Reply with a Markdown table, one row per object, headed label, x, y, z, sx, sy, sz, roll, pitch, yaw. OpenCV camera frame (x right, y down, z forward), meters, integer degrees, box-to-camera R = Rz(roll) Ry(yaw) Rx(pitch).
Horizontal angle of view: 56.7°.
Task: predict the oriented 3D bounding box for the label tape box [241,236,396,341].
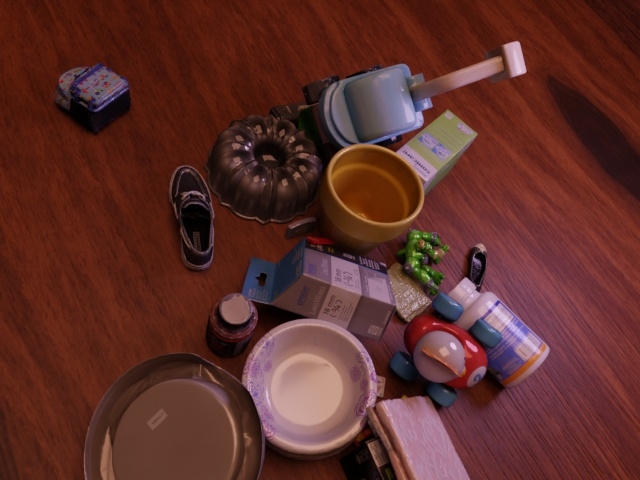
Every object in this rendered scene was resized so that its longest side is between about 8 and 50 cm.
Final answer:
| label | x | y | z | sx | sy | sz | roll | pitch | yaw |
| --- | --- | --- | --- | --- | --- | --- | --- | --- | --- |
| label tape box | -0.003 | 0.092 | 1.410 | 0.334 | 0.106 | 0.240 | 19 | 19 | -7 |

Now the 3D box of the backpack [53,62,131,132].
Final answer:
| label | x | y | z | sx | sy | sz | roll | pitch | yaw |
| --- | --- | --- | --- | --- | --- | --- | --- | --- | --- |
| backpack | -0.614 | -0.398 | 1.575 | 0.173 | 0.117 | 0.158 | 35 | 54 | 8 |

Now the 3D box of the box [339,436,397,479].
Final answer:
| label | x | y | z | sx | sy | sz | roll | pitch | yaw |
| --- | --- | --- | --- | --- | --- | --- | --- | --- | --- |
| box | 0.118 | 0.513 | 1.209 | 0.045 | 0.184 | 0.190 | -14 | 65 | -27 |

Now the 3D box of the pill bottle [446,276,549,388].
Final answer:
| label | x | y | z | sx | sy | sz | roll | pitch | yaw |
| --- | --- | --- | --- | --- | --- | --- | --- | --- | --- |
| pill bottle | 0.428 | 0.228 | 1.507 | 0.272 | 0.152 | 0.152 | 45 | 57 | 13 |

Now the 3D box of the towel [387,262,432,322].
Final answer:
| label | x | y | z | sx | sy | sz | roll | pitch | yaw |
| --- | --- | --- | --- | --- | --- | --- | --- | --- | --- |
| towel | 0.214 | 0.137 | 1.569 | 0.110 | 0.027 | 0.148 | -31 | 74 | -30 |

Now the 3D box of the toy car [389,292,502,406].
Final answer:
| label | x | y | z | sx | sy | sz | roll | pitch | yaw |
| --- | --- | --- | --- | --- | --- | --- | --- | --- | --- |
| toy car | 0.285 | 0.267 | 1.336 | 0.210 | 0.238 | 0.219 | 35 | 99 | 4 |

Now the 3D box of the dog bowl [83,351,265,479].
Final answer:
| label | x | y | z | sx | sy | sz | roll | pitch | yaw |
| --- | --- | --- | --- | --- | --- | --- | --- | --- | --- |
| dog bowl | -0.265 | 0.394 | 1.131 | 0.349 | 0.102 | 0.348 | -3 | 70 | 9 |

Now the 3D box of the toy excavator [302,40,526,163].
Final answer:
| label | x | y | z | sx | sy | sz | roll | pitch | yaw |
| --- | --- | --- | --- | --- | --- | --- | --- | --- | --- |
| toy excavator | 0.231 | -0.368 | 1.522 | 0.433 | 0.445 | 0.222 | -22 | 102 | -24 |

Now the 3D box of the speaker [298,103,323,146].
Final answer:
| label | x | y | z | sx | sy | sz | roll | pitch | yaw |
| --- | --- | --- | --- | --- | --- | --- | --- | --- | --- |
| speaker | 0.088 | -0.359 | 1.772 | 0.297 | 0.131 | 0.131 | -15 | 65 | -25 |

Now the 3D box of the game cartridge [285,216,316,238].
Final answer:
| label | x | y | z | sx | sy | sz | roll | pitch | yaw |
| --- | --- | --- | --- | --- | --- | --- | --- | --- | --- |
| game cartridge | -0.052 | -0.035 | 1.570 | 0.083 | 0.056 | 0.017 | -19 | 60 | -27 |

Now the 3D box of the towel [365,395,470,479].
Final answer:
| label | x | y | z | sx | sy | sz | roll | pitch | yaw |
| --- | --- | --- | --- | --- | --- | --- | --- | --- | --- |
| towel | 0.229 | 0.478 | 1.226 | 0.332 | 0.053 | 0.317 | 25 | 36 | -60 |

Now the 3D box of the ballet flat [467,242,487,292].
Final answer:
| label | x | y | z | sx | sy | sz | roll | pitch | yaw |
| --- | --- | --- | --- | --- | --- | --- | --- | --- | --- |
| ballet flat | 0.446 | 0.077 | 1.668 | 0.057 | 0.049 | 0.173 | 22 | 55 | -5 |

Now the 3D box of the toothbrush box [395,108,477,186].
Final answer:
| label | x | y | z | sx | sy | sz | roll | pitch | yaw |
| --- | --- | --- | --- | --- | --- | --- | --- | --- | --- |
| toothbrush box | 0.293 | -0.215 | 1.704 | 0.122 | 0.206 | 0.283 | 42 | 57 | 9 |

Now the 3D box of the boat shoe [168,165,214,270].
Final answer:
| label | x | y | z | sx | sy | sz | roll | pitch | yaw |
| --- | --- | --- | --- | --- | --- | --- | --- | --- | --- |
| boat shoe | -0.318 | -0.077 | 1.480 | 0.108 | 0.102 | 0.301 | -1 | 60 | -19 |

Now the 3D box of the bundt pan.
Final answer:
| label | x | y | z | sx | sy | sz | roll | pitch | yaw |
| --- | --- | --- | --- | --- | --- | --- | --- | --- | --- |
| bundt pan | -0.143 | -0.212 | 1.610 | 0.331 | 0.124 | 0.330 | 8 | 58 | -14 |

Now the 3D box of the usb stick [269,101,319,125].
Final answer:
| label | x | y | z | sx | sy | sz | roll | pitch | yaw |
| --- | --- | --- | --- | --- | --- | --- | --- | --- | --- |
| usb stick | -0.019 | -0.395 | 1.811 | 0.278 | 0.045 | 0.077 | -15 | 66 | -25 |

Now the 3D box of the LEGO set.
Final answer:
| label | x | y | z | sx | sy | sz | roll | pitch | yaw |
| --- | --- | --- | --- | --- | --- | --- | --- | --- | --- |
| LEGO set | 0.088 | 0.379 | 1.361 | 0.244 | 0.060 | 0.182 | 17 | 59 | -8 |

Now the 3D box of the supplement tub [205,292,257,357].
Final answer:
| label | x | y | z | sx | sy | sz | roll | pitch | yaw |
| --- | --- | --- | --- | --- | --- | --- | --- | --- | --- |
| supplement tub | -0.195 | 0.182 | 1.298 | 0.106 | 0.198 | 0.106 | 6 | 62 | -11 |

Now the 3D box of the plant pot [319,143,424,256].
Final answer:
| label | x | y | z | sx | sy | sz | roll | pitch | yaw |
| --- | --- | --- | --- | --- | --- | --- | --- | --- | --- |
| plant pot | 0.106 | -0.081 | 1.539 | 0.254 | 0.239 | 0.254 | 8 | 58 | -13 |

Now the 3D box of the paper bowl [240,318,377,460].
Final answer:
| label | x | y | z | sx | sy | sz | roll | pitch | yaw |
| --- | --- | --- | --- | --- | --- | --- | --- | --- | --- |
| paper bowl | -0.026 | 0.324 | 1.282 | 0.284 | 0.148 | 0.284 | 1 | 61 | -3 |

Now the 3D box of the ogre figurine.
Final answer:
| label | x | y | z | sx | sy | sz | roll | pitch | yaw |
| --- | --- | --- | --- | --- | --- | --- | --- | --- | --- |
| ogre figurine | 0.278 | 0.047 | 1.611 | 0.118 | 0.097 | 0.197 | 28 | 69 | -22 |

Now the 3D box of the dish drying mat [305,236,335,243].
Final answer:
| label | x | y | z | sx | sy | sz | roll | pitch | yaw |
| --- | --- | --- | --- | --- | --- | --- | --- | --- | --- |
| dish drying mat | 0.000 | 0.000 | 1.492 | 0.032 | 0.008 | 0.083 | 32 | 20 | 37 |
